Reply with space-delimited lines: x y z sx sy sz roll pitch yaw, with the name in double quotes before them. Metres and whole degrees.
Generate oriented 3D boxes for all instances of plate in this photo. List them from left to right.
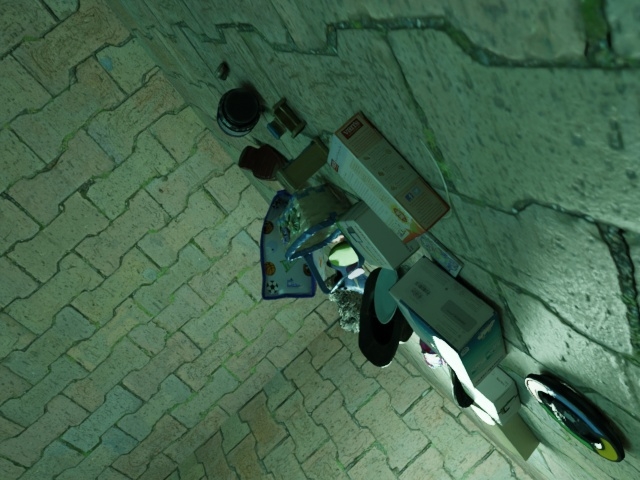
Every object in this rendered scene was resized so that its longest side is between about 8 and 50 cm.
"plate" 0.213 0.166 1.472 0.024 0.188 0.188 8 -176 -15

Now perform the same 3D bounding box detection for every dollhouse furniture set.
"dollhouse furniture set" -0.083 -0.228 1.178 0.184 0.129 0.129 48 174 -6

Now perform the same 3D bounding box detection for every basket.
"basket" 0.000 0.000 1.423 0.289 0.201 0.255 55 142 12

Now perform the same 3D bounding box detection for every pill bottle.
"pill bottle" -0.241 -0.375 1.383 0.123 0.123 0.219 50 173 -13

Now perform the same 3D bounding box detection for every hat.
"hat" 0.246 0.258 1.588 0.133 0.332 0.331 8 -169 -23

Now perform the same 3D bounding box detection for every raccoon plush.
"raccoon plush" 0.217 0.285 2.334 0.446 0.216 0.299 -3 120 43

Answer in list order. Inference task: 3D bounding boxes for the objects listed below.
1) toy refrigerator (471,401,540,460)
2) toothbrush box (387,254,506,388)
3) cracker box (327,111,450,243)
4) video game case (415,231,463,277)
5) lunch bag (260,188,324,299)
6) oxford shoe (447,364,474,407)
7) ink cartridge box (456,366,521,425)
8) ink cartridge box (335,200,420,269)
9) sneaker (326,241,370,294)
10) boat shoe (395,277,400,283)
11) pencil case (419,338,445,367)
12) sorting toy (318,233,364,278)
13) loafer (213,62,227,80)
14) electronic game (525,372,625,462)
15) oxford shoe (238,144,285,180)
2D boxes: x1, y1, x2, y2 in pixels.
"toy refrigerator" 0.640 0.629 1.632 0.269 0.094 0.102 50 167 -19
"toothbrush box" 0.308 0.200 1.120 0.216 0.126 0.295 43 175 37
"cracker box" 0.116 -0.107 0.870 0.232 0.067 0.156 47 173 3
"video game case" 0.249 0.023 1.000 0.122 0.011 0.087 46 173 18
"lunch bag" -0.095 0.003 1.780 0.328 0.238 0.386 -30 -65 -83
"oxford shoe" 0.477 0.459 1.602 0.096 0.082 0.227 -86 -15 -78
"ink cartridge box" 0.501 0.439 1.412 0.160 0.092 0.219 41 171 44
"ink cartridge box" 0.134 -0.018 1.162 0.154 0.093 0.212 50 171 -8
"sneaker" 0.133 0.163 1.970 0.330 0.147 0.130 51 173 -26
"boat shoe" 0.283 0.175 1.401 0.073 0.073 0.207 0 153 27
"pencil case" 0.415 0.396 1.711 0.104 0.104 0.236 44 174 29
"sorting toy" 0.072 -0.003 1.708 0.366 0.127 0.126 59 -169 -49
"loafer" -0.289 -0.495 1.393 0.039 0.045 0.125 33 -174 -21
"electronic game" 0.539 0.377 1.012 0.229 0.048 0.229 47 174 7
"oxford shoe" -0.194 -0.286 1.790 0.130 0.123 0.348 21 -171 -33
